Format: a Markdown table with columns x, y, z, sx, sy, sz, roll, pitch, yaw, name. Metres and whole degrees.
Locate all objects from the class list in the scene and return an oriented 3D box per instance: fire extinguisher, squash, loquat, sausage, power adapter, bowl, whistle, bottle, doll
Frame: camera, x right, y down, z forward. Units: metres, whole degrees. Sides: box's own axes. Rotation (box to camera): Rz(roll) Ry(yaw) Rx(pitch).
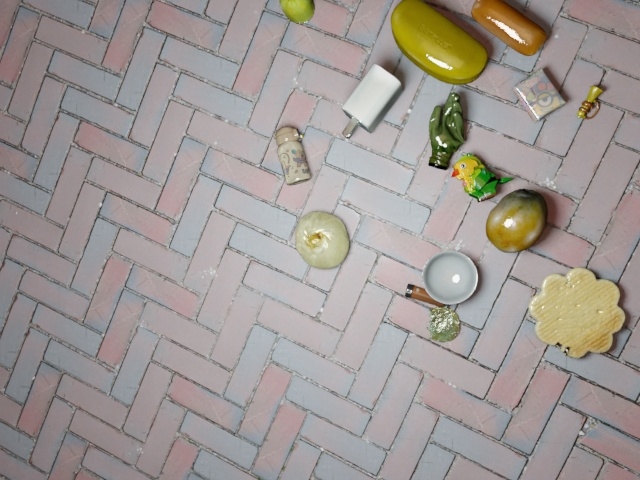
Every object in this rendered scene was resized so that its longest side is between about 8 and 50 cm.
| x | y | z | sx | sy | sz | roll | pitch | yaw | name |
| --- | --- | --- | --- | --- | --- | --- | --- | --- | --- |
| 0.394 | 0.200 | 1.905 | 0.178 | 0.050 | 0.062 | 16 | 72 | 9 | fire extinguisher |
| -0.092 | -0.855 | 1.898 | 0.123 | 0.187 | 0.122 | 2 | 99 | 10 | squash |
| 0.663 | -0.066 | 1.784 | 0.179 | 0.179 | 0.227 | 39 | 102 | 7 | loquat |
| 0.636 | -0.732 | 1.802 | 0.274 | 0.105 | 0.105 | 39 | 98 | 7 | sausage |
| 0.162 | -0.467 | 1.857 | 0.124 | 0.187 | 0.255 | 39 | 99 | 8 | power adapter |
| 0.452 | 0.129 | 1.871 | 0.189 | 0.086 | 0.188 | 0 | 88 | 10 | bowl |
| 0.911 | -0.460 | 1.797 | 0.046 | 0.057 | 0.109 | 43 | 114 | 52 | whistle |
| -0.100 | -0.316 | 1.956 | 0.110 | 0.097 | 0.209 | -16 | 89 | 11 | bottle |
| 0.545 | -0.218 | 1.832 | 0.186 | 0.106 | 0.134 | 40 | 93 | 7 | doll |

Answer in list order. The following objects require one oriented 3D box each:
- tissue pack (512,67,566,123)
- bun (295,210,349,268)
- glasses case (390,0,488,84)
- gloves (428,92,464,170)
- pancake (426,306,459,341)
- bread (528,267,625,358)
| x | y | z | sx | sy | sz | roll | pitch | yaw | name |
| --- | --- | --- | --- | --- | --- | --- | --- | --- | --- |
| 0.742 | -0.493 | 1.809 | 0.109 | 0.060 | 0.148 | -32 | 87 | 9 | tissue pack |
| 0.000 | 0.000 | 1.933 | 0.223 | 0.127 | 0.222 | 1 | 95 | 10 | bun |
| 0.395 | -0.676 | 1.829 | 0.371 | 0.141 | 0.173 | 40 | 99 | 8 | glasses case |
| 0.439 | -0.378 | 1.850 | 0.135 | 0.107 | 0.267 | 18 | 112 | 18 | gloves |
| 0.442 | 0.302 | 1.911 | 0.116 | 0.022 | 0.129 | 8 | 93 | 8 | pancake |
| 0.869 | 0.245 | 1.812 | 0.317 | 0.054 | 0.315 | 1 | 93 | 12 | bread |
